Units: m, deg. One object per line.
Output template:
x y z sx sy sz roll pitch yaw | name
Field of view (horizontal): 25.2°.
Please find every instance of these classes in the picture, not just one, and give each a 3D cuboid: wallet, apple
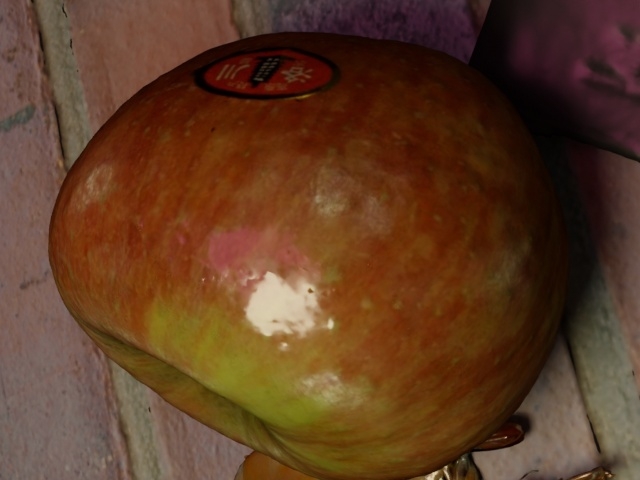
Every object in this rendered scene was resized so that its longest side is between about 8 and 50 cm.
0.217 -0.229 0.855 0.197 0.051 0.377 26 104 34 | wallet
0.000 0.000 0.870 0.309 0.277 0.250 26 73 15 | apple

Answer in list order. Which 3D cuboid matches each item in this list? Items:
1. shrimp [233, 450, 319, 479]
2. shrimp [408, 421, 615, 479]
0.025 0.258 0.949 0.287 0.063 0.152 49 123 30 | shrimp
0.117 0.155 0.917 0.162 0.045 0.095 -30 50 35 | shrimp
